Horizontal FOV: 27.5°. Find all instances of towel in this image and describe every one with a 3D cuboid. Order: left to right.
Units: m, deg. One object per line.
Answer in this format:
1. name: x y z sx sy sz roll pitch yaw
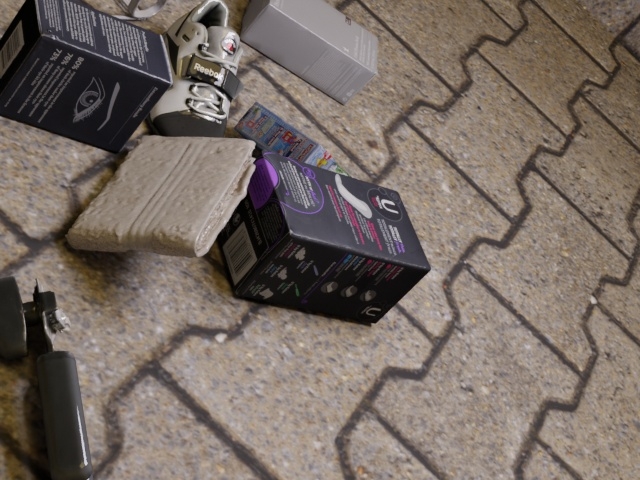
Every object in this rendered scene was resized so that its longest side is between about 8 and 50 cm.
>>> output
1. towel: -0.204 -0.061 1.753 0.187 0.049 0.282 3 32 17

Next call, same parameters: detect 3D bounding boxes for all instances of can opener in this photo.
1. can opener: -0.311 0.163 1.468 0.093 0.074 0.280 -13 54 -13

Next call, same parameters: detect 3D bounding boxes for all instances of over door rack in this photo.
1. over door rack: -0.392 -0.433 2.003 0.239 0.108 0.324 48 33 8

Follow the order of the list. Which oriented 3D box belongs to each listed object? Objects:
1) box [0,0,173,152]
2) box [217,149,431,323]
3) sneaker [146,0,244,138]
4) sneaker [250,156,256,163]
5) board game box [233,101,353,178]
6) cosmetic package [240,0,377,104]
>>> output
1. box: -0.333 -0.231 1.798 0.207 0.153 0.108 18 40 -36
2. box: 0.000 0.000 1.905 0.270 0.143 0.165 15 42 -37
3. sneaker: -0.183 -0.252 1.995 0.122 0.146 0.331 23 40 -32
4. sneaker: -0.111 -0.093 1.947 0.061 0.054 0.152 13 12 27
5. board game box: -0.020 -0.116 2.011 0.194 0.060 0.194 41 -1 -27
6. cosmetic package: -0.019 -0.363 2.336 0.238 0.107 0.127 32 37 -24
